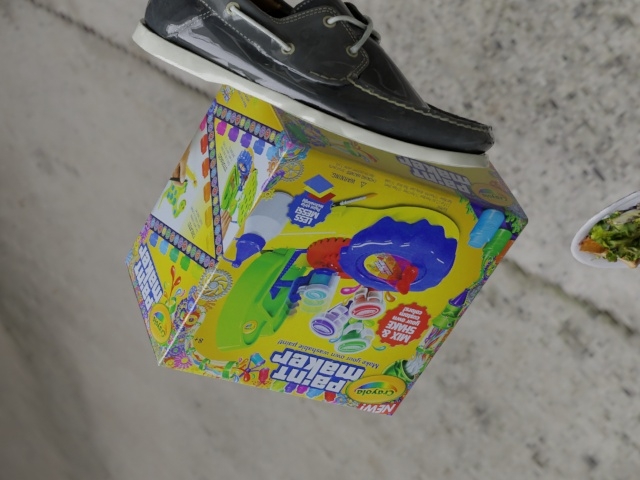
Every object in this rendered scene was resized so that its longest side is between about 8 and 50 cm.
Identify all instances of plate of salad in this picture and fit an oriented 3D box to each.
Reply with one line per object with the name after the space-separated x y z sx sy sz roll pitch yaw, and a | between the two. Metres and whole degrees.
0.330 -0.011 1.313 0.200 0.199 0.048 116 145 -59 | plate of salad

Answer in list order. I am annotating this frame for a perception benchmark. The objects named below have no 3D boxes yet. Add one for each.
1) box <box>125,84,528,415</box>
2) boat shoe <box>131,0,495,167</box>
0.000 0.000 1.467 0.279 0.290 0.177 -58 35 25 | box
0.002 -0.109 0.855 0.233 0.079 0.084 26 -169 9 | boat shoe
